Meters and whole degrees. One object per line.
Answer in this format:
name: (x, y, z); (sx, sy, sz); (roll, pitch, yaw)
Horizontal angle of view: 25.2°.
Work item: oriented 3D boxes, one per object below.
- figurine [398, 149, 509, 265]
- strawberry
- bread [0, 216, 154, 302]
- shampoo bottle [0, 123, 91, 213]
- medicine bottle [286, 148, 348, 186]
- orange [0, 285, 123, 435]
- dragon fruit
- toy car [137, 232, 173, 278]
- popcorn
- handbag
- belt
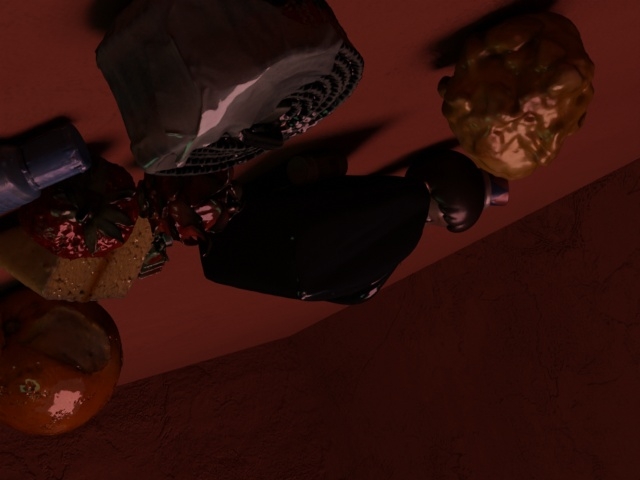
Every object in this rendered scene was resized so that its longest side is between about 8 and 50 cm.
figurine: (0.183, -0.063, 2.413); (0.275, 0.158, 0.161); (-22, -179, 9)
strawberry: (-0.276, -0.030, 1.620); (0.131, 0.131, 0.148); (-16, 162, -34)
bread: (-0.316, 0.011, 1.850); (0.178, 0.142, 0.266); (-8, 174, 19)
shampoo bottle: (-0.362, -0.049, 1.482); (0.258, 0.061, 0.104); (-22, 171, 6)
medicine bottle: (-0.004, -0.105, 2.065); (0.083, 0.047, 0.047); (-14, 169, -45)
orange: (-0.422, 0.180, 2.195); (0.240, 0.240, 0.240); (-21, 171, -3)
dragon fruit: (-0.159, -0.058, 1.735); (0.142, 0.130, 0.121); (16, -130, 27)
toy car: (-0.261, 0.017, 2.169); (0.073, 0.054, 0.143); (-20, 172, -17)
popcorn: (0.247, -0.176, 1.781); (0.191, 0.190, 0.253); (-16, 176, 8)
handbag: (0.000, 0.003, 2.108); (0.275, 0.178, 0.302); (-10, -172, -33)
belt: (-0.076, -0.154, 1.248); (0.207, 0.150, 0.257); (-33, 170, 15)
